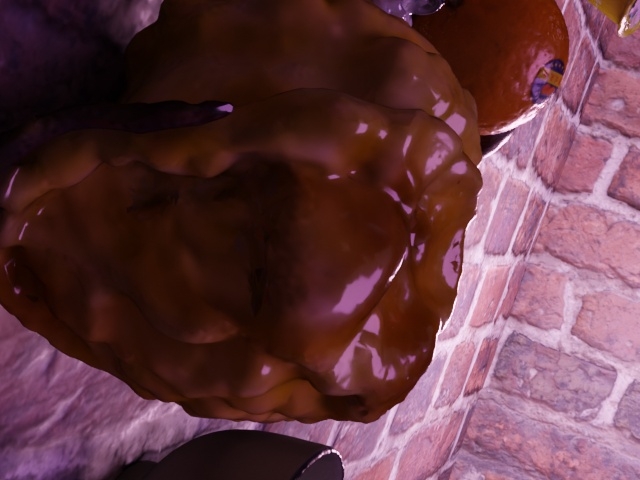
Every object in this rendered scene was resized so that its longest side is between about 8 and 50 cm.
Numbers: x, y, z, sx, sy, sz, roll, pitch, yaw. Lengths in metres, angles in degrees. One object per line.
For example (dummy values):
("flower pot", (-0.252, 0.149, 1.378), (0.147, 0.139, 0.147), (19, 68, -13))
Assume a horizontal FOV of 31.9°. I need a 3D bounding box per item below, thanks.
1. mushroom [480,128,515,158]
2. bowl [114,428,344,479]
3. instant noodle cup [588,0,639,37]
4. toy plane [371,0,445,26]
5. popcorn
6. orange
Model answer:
("mushroom", (0.243, -0.240, 1.738), (0.217, 0.148, 0.227), (-65, 177, -75))
("bowl", (-0.134, 0.339, 1.134), (0.354, 0.185, 0.354), (-55, 158, -36))
("instant noodle cup", (0.452, -0.512, 1.706), (0.325, 0.254, 0.325), (-48, 165, -17))
("toy plane", (0.074, -0.318, 1.127), (0.252, 0.118, 0.252), (3, 90, -79))
("popcorn", (-0.066, -0.030, 0.805), (0.381, 0.349, 0.349), (9, 102, -46))
("orange", (0.212, -0.245, 1.458), (0.193, 0.219, 0.219), (12, 99, -44))
